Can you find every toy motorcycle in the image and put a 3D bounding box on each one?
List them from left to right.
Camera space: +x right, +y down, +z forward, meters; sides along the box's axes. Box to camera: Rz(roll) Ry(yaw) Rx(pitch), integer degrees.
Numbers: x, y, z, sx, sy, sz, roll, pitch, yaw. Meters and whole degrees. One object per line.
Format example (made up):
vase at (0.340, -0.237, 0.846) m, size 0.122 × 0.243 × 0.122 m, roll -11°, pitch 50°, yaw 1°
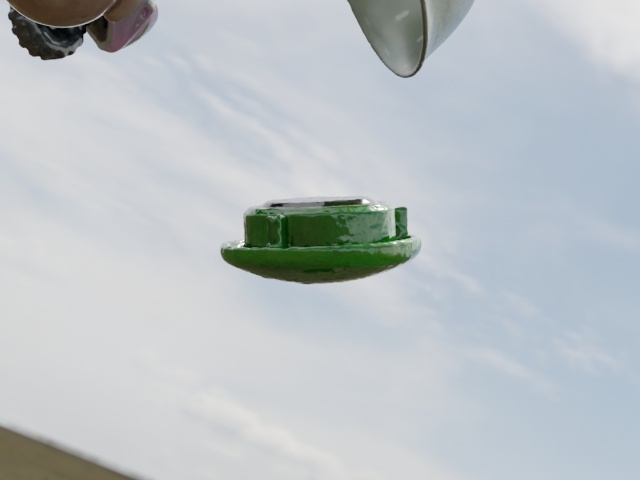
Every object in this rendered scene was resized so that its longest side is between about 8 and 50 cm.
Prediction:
toy motorcycle at (-0.261, -0.353, 2.005) m, size 0.188 × 0.327 × 0.143 m, roll 17°, pitch -16°, yaw -40°

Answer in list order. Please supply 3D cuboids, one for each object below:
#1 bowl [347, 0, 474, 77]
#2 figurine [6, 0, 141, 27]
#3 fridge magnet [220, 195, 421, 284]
bowl at (0.106, -0.346, 1.889) m, size 0.146 × 0.313 × 0.313 m, roll -22°, pitch 0°, yaw -10°
figurine at (-0.224, -0.246, 1.501) m, size 0.125 × 0.125 × 0.138 m, roll 12°, pitch -23°, yaw 42°
fridge magnet at (0.000, 0.000, 1.791) m, size 0.208 × 0.088 × 0.208 m, roll -3°, pitch 3°, yaw 0°
